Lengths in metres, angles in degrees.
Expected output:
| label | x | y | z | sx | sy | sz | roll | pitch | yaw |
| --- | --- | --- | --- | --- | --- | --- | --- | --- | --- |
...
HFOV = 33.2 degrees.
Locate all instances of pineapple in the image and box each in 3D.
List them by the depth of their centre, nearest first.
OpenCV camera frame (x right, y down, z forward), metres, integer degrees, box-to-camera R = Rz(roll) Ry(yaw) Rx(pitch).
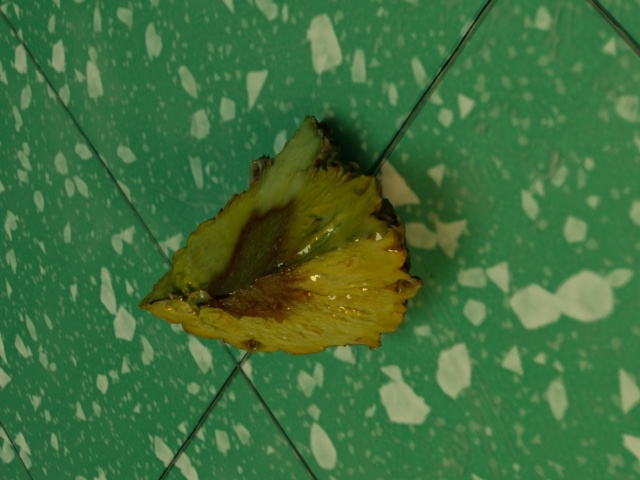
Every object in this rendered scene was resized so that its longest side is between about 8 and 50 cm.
| label | x | y | z | sx | sy | sz | roll | pitch | yaw |
| --- | --- | --- | --- | --- | --- | --- | --- | --- | --- |
| pineapple | -0.005 | 0.002 | 0.836 | 0.250 | 0.140 | 0.164 | -25 | 43 | 33 |
